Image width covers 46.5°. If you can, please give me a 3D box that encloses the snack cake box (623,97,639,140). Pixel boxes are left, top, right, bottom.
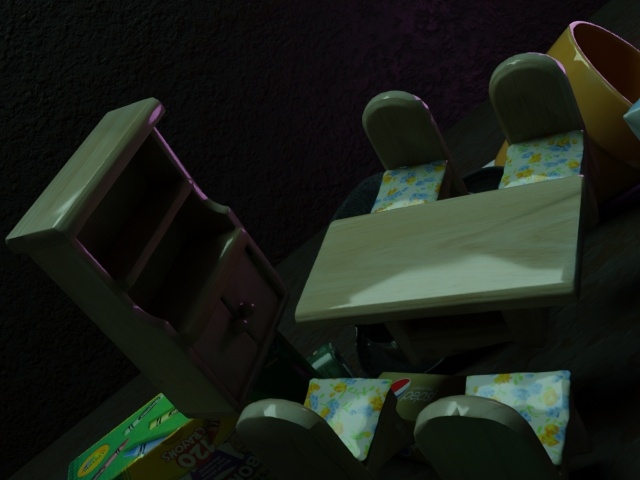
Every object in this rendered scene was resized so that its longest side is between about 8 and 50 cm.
[{"bbox_3d":[0.395,-0.130,0.648,0.264,0.152,0.089,-43,9,-29],"label":"snack cake box"}]

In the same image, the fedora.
[{"bbox_3d":[0.091,0.014,0.911,0.334,0.152,0.334,-52,18,25],"label":"fedora"}]

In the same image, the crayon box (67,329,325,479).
[{"bbox_3d":[-0.114,0.231,0.814,0.278,0.165,0.081,-38,29,3],"label":"crayon box"}]

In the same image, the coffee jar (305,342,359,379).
[{"bbox_3d":[-0.038,0.211,0.933,0.184,0.079,0.096,-37,-1,-1],"label":"coffee jar"}]

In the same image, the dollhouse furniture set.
[{"bbox_3d":[0.000,0.000,0.601,0.394,0.256,0.362,-10,40,31],"label":"dollhouse furniture set"}]

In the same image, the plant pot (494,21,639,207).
[{"bbox_3d":[0.318,-0.123,0.899,0.188,0.205,0.205,-52,-2,37],"label":"plant pot"}]

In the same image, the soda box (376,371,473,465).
[{"bbox_3d":[0.097,0.162,0.675,0.058,0.061,0.181,-41,8,-23],"label":"soda box"}]

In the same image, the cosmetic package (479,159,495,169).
[{"bbox_3d":[0.228,-0.041,1.124,0.239,0.099,0.060,-33,10,33],"label":"cosmetic package"}]
